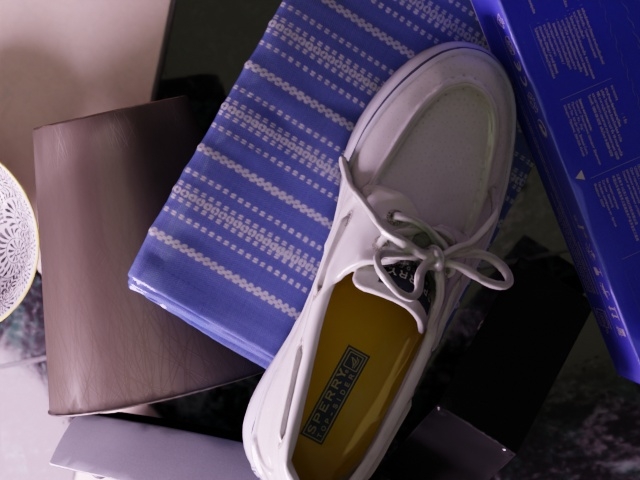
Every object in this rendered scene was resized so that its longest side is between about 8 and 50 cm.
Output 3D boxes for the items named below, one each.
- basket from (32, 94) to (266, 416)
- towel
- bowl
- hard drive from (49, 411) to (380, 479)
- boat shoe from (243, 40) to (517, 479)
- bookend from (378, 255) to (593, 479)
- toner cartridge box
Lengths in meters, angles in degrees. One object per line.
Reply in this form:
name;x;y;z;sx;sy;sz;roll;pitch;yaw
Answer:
basket;-0.142;0.006;1.410;0.204;0.154;0.227;-12;95;-10
towel;0.030;-0.051;1.358;0.243;0.040;0.336;31;86;-14
bowl;-0.306;-0.009;1.463;0.170;0.080;0.170;1;101;7
hard drive;-0.076;0.185;1.427;0.254;0.172;0.054;11;86;8
boat shoe;0.055;0.025;1.267;0.135;0.156;0.367;28;87;-14
bookend;0.133;0.120;1.419;0.072;0.156;0.157;32;60;1
toner cartridge box;0.251;-0.078;1.347;0.165;0.075;0.348;-23;98;-9
